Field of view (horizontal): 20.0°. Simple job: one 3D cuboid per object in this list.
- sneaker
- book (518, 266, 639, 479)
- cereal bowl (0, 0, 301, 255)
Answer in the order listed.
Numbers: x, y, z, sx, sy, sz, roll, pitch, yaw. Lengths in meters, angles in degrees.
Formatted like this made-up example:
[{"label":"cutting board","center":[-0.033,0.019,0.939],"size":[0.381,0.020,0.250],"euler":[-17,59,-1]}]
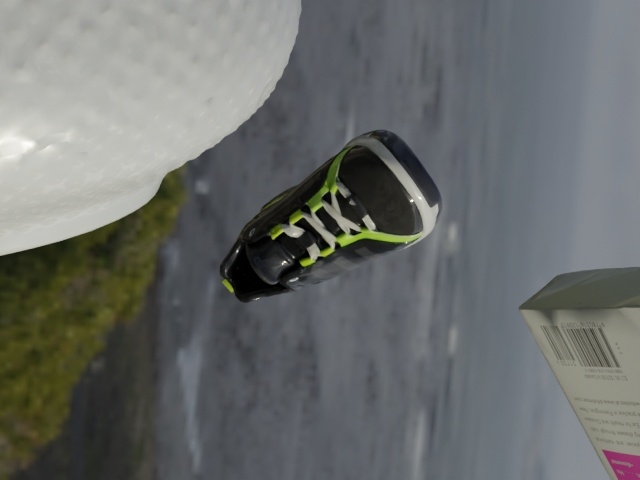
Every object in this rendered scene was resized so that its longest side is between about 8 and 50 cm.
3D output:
[{"label":"sneaker","center":[0.000,0.000,1.269],"size":[0.097,0.084,0.234],"euler":[-41,-176,-30]},{"label":"book","center":[0.117,0.073,0.481],"size":[0.035,0.096,0.144],"euler":[-36,105,-26]},{"label":"cereal bowl","center":[-0.167,-0.078,0.879],"size":[0.339,0.339,0.141],"euler":[-60,142,-69]}]
